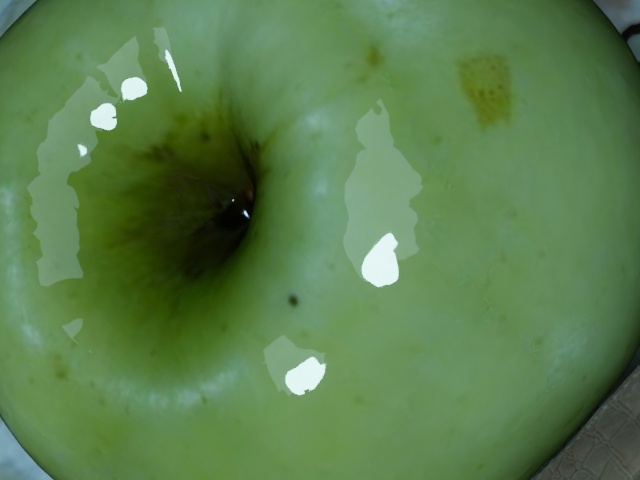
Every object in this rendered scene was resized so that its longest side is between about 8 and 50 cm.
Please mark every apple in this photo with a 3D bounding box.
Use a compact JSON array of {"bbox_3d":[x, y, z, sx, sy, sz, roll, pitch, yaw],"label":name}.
[{"bbox_3d":[0.000,0.000,0.476,0.262,0.262,0.262,-2,84,17],"label":"apple"}]

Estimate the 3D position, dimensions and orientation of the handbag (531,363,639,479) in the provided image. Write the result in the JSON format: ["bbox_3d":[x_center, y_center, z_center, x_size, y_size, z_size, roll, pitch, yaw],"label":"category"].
[{"bbox_3d":[0.144,0.127,0.479,0.193,0.151,0.072,-49,33,4],"label":"handbag"}]
